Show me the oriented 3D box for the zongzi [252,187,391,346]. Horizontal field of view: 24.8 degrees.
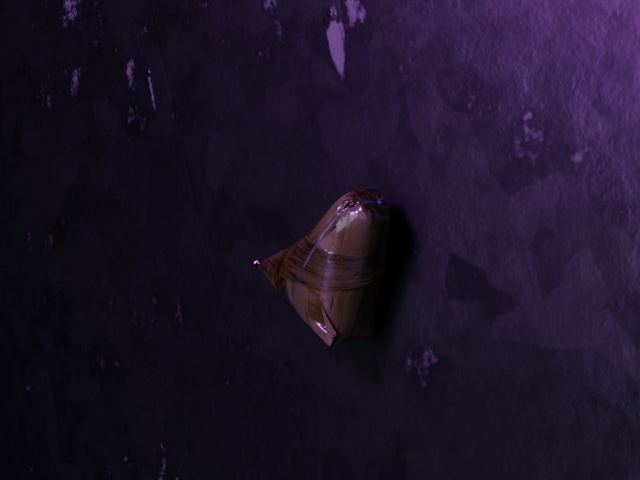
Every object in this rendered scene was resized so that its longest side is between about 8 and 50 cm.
[{"bbox_3d":[0.000,0.000,2.022,0.242,0.112,0.221,41,125,44],"label":"zongzi"}]
